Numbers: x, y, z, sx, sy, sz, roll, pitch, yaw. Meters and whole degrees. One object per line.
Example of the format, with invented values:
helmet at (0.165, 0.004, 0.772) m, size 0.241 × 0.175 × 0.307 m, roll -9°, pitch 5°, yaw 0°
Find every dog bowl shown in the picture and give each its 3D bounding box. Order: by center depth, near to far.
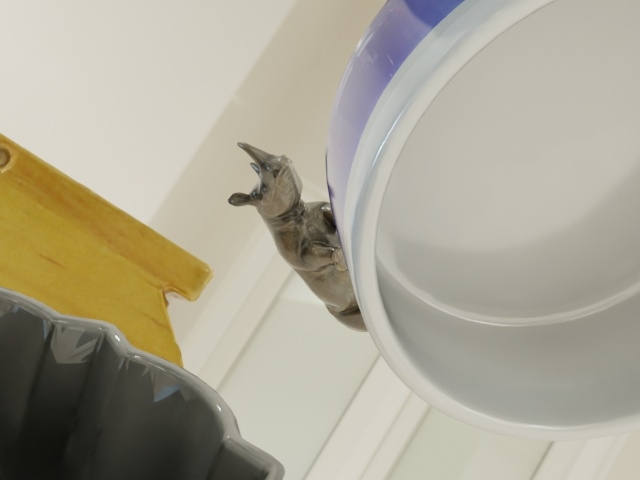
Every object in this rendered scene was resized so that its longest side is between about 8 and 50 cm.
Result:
dog bowl at (0.137, -0.030, 0.480) m, size 0.265 × 0.265 × 0.104 m, roll 37°, pitch 19°, yaw -27°

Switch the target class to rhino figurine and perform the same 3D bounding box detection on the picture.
rhino figurine at (0.000, 0.000, 0.867) m, size 0.243 × 0.073 × 0.106 m, roll 48°, pitch -27°, yaw -24°

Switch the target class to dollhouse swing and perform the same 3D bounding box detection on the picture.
dollhouse swing at (-0.306, 0.118, 0.718) m, size 0.315 × 0.347 × 0.305 m, roll 33°, pitch -18°, yaw -4°

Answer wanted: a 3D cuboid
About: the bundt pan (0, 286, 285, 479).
bundt pan at (-0.178, 0.123, 0.311) m, size 0.330 × 0.124 × 0.331 m, roll 15°, pitch 16°, yaw -4°
